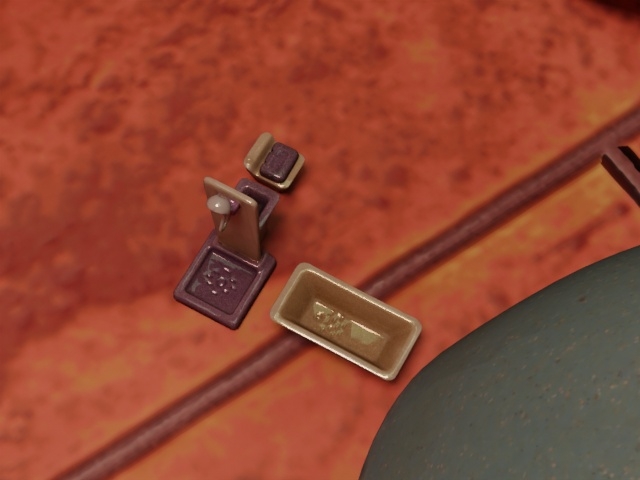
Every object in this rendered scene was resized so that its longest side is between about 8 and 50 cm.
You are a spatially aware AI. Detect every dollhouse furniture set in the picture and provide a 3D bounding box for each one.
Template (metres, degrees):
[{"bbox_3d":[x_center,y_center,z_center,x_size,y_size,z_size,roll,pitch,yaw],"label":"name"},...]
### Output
[{"bbox_3d":[0.000,0.000,0.556,0.114,0.081,0.091,27,69,11],"label":"dollhouse furniture set"}]

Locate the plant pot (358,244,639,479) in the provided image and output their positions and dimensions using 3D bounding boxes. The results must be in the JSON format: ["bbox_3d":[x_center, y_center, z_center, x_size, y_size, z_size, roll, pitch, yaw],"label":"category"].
[{"bbox_3d":[0.123,0.118,0.423,0.195,0.290,0.290,8,63,34],"label":"plant pot"}]
